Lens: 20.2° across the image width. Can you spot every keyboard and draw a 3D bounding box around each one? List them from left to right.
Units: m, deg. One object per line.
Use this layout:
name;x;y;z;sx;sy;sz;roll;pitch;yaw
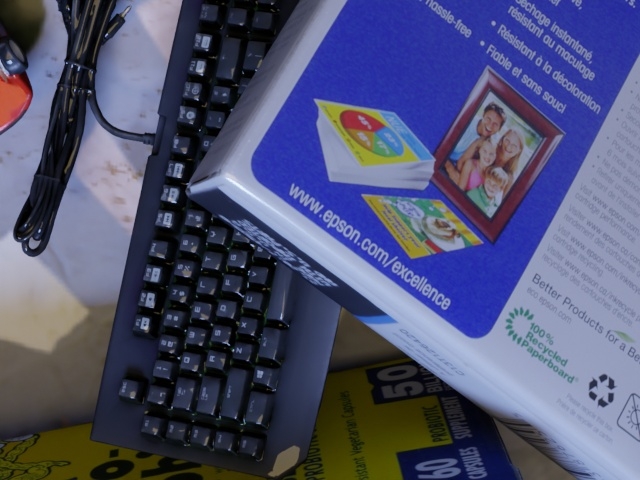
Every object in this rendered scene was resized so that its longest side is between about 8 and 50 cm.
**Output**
keyboard;-0.069;-0.050;0.920;0.201;0.033;0.317;9;82;23

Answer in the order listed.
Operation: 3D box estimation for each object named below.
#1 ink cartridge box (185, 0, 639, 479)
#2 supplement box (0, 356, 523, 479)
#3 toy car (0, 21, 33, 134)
ink cartridge box;0.132;-0.066;0.900;0.303;0.072;0.307;37;71;-17
supplement box;-0.067;0.207;0.946;0.356;0.194;0.195;-12;107;-1
toy car;-0.233;-0.191;0.942;0.239;0.053;0.225;23;104;-4
